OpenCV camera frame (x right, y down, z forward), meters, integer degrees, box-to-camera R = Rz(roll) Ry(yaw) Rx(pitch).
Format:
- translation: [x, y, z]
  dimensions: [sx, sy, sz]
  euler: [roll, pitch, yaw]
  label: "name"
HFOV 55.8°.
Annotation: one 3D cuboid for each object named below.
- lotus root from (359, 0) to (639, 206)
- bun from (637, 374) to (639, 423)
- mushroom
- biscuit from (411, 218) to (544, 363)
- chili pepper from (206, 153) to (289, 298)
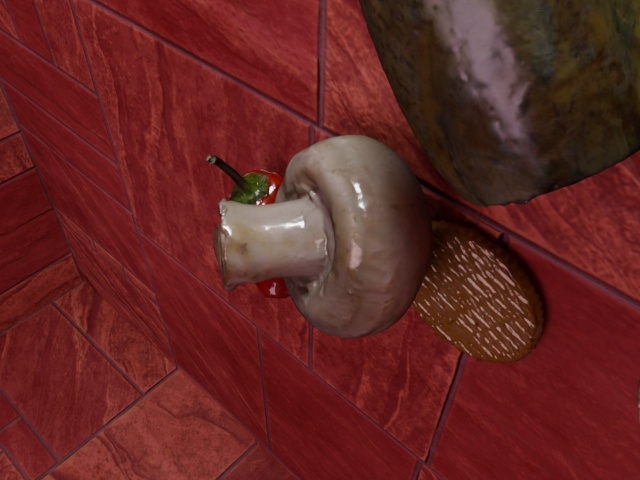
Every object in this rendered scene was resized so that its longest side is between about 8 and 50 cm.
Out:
- translation: [0.154, -0.216, 0.518]
  dimensions: [0.251, 0.251, 0.345]
  euler: [-4, 114, 54]
  label: "lotus root"
- translation: [0.453, 0.160, 0.574]
  dimensions: [0.259, 0.152, 0.259]
  euler: [29, 131, 41]
  label: "bun"
- translation: [0.000, 0.000, 0.845]
  dimensions: [0.297, 0.290, 0.297]
  euler: [33, 127, 58]
  label: "mushroom"
- translation: [0.219, 0.079, 0.908]
  dimensions: [0.254, 0.035, 0.253]
  euler: [34, 144, 29]
  label: "biscuit"
- translation: [-0.105, -0.056, 1.103]
  dimensions: [0.134, 0.131, 0.338]
  euler: [-126, 15, -51]
  label: "chili pepper"
